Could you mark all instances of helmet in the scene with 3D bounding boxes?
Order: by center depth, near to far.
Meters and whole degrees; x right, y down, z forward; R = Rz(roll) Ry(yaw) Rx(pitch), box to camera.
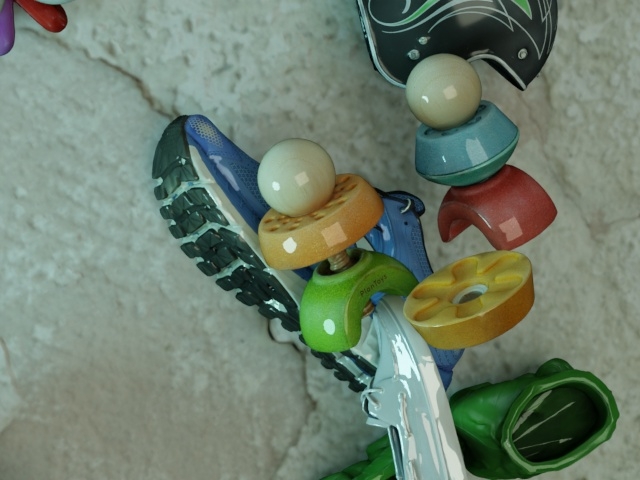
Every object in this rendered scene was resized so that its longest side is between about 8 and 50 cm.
[{"bbox_3d":[0.113,-0.196,1.517,0.161,0.169,0.169,-16,100,2],"label":"helmet"}]

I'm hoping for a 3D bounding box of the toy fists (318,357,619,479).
[{"bbox_3d":[0.119,0.185,1.568,0.279,0.142,0.096,-28,86,-12],"label":"toy fists"}]

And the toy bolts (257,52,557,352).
[{"bbox_3d":[0.082,-0.038,1.398,0.228,0.218,0.158,-39,116,-31],"label":"toy bolts"}]

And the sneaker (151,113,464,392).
[{"bbox_3d":[0.000,0.000,1.537,0.330,0.130,0.147,41,70,-20],"label":"sneaker"}]

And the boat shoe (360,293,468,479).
[{"bbox_3d":[0.066,0.135,1.466,0.063,0.066,0.184,-17,96,-8],"label":"boat shoe"}]

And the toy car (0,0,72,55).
[{"bbox_3d":[-0.254,-0.210,1.432,0.182,0.159,0.136,-22,137,-14],"label":"toy car"}]
